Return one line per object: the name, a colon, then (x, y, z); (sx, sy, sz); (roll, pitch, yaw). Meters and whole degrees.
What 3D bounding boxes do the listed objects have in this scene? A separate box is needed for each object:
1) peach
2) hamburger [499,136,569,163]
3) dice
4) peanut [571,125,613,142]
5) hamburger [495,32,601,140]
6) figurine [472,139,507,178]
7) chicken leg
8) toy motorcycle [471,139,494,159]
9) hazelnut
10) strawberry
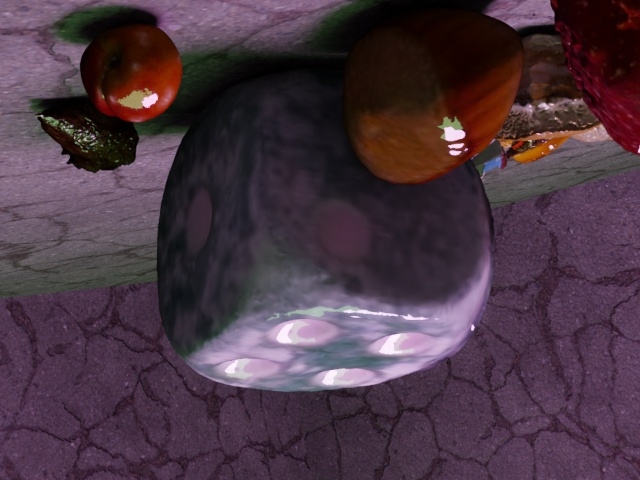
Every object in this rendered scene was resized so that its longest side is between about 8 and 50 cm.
peach: (-0.177, -0.160, 0.962); (0.101, 0.100, 0.101); (-11, 175, -1)
hamburger: (0.360, -0.197, 1.649); (0.137, 0.087, 0.166); (-42, -175, -19)
dice: (0.000, 0.000, 1.300); (0.348, 0.330, 0.328); (11, 151, -29)
peanut: (0.510, -0.222, 1.787); (0.214, 0.090, 0.098); (-8, 144, -46)
hamburger: (0.288, -0.186, 1.357); (0.155, 0.135, 0.208); (4, 171, -25)
figurine: (0.242, -0.142, 1.954); (0.185, 0.127, 0.234); (-18, 167, -20)
chicken leg: (-0.280, -0.127, 1.247); (0.105, 0.063, 0.234); (-16, 173, -5)
toy motorcycle: (0.216, -0.171, 1.582); (0.112, 0.112, 0.254); (-15, 175, 30)
hazelnut: (0.116, -0.171, 1.109); (0.186, 0.210, 0.210); (15, 168, -14)
strawberry: (0.319, -0.216, 0.893); (0.274, 0.220, 0.274); (-47, 170, -11)
